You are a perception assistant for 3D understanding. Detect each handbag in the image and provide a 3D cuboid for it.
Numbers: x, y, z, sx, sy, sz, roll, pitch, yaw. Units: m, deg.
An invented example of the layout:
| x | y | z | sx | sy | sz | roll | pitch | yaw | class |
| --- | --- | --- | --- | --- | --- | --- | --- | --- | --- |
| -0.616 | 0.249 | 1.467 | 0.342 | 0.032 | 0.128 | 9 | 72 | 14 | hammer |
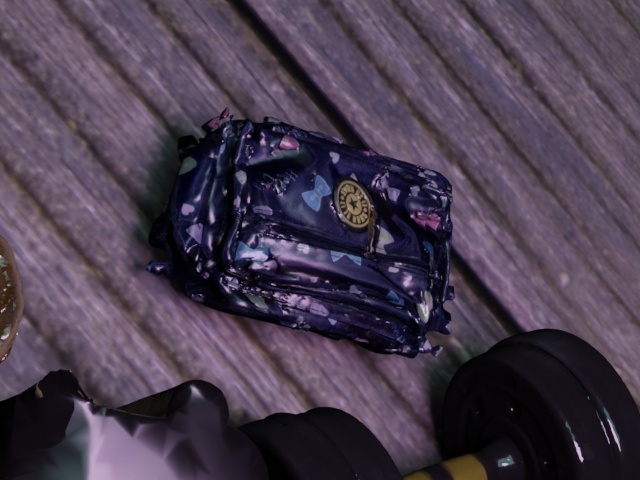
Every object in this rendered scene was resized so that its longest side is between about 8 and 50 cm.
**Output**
| x | y | z | sx | sy | sz | roll | pitch | yaw | class |
| --- | --- | --- | --- | --- | --- | --- | --- | --- | --- |
| 0.000 | 0.000 | 0.986 | 0.260 | 0.113 | 0.162 | 18 | 71 | -29 | handbag |

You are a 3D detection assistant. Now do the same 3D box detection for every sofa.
| x | y | z | sx | sy | sz | roll | pitch | yaw | class |
| --- | --- | --- | --- | --- | --- | --- | --- | --- | --- |
| -0.152 | 0.222 | 0.788 | 0.182 | 0.200 | 0.258 | 24 | 61 | -30 | sofa |

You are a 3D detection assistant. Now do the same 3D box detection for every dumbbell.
| x | y | z | sx | sy | sz | roll | pitch | yaw | class |
| --- | --- | --- | --- | --- | --- | --- | --- | --- | --- |
| 0.084 | 0.184 | 0.920 | 0.388 | 0.185 | 0.185 | -14 | 79 | -30 | dumbbell |

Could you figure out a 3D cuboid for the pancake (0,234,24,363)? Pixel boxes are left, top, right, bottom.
| x | y | z | sx | sy | sz | roll | pitch | yaw | class |
| --- | --- | --- | --- | --- | --- | --- | --- | --- | --- |
| -0.275 | 0.036 | 0.881 | 0.139 | 0.022 | 0.140 | 9 | 68 | -23 | pancake |
